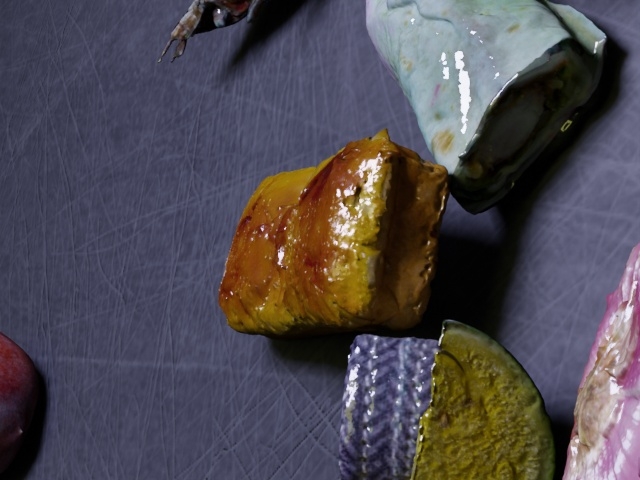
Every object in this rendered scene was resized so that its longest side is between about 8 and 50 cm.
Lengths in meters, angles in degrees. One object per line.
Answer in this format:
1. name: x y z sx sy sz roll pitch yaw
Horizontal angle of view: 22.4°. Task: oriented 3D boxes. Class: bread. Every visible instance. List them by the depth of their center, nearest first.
1. bread: 0.002 0.000 1.131 0.271 0.077 0.139 171 111 -69

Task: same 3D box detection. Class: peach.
1. peach: -0.330 0.159 1.519 0.152 0.152 0.152 -32 47 42

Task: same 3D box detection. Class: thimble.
1. thimble: 0.047 0.113 1.022 0.095 0.066 0.104 36 -122 -79

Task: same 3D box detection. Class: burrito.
1. burrito: 0.097 -0.134 1.112 0.144 0.089 0.229 -52 39 17

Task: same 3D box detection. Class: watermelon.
1. watermelon: 0.083 0.143 0.971 0.075 0.092 0.181 172 107 -68

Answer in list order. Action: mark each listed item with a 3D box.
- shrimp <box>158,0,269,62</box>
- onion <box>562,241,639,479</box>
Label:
1. shrimp: -0.023 -0.316 1.337 0.410 0.166 0.221 -36 9 20
2. onion: 0.207 0.087 0.779 0.230 0.163 0.230 13 -90 -83
